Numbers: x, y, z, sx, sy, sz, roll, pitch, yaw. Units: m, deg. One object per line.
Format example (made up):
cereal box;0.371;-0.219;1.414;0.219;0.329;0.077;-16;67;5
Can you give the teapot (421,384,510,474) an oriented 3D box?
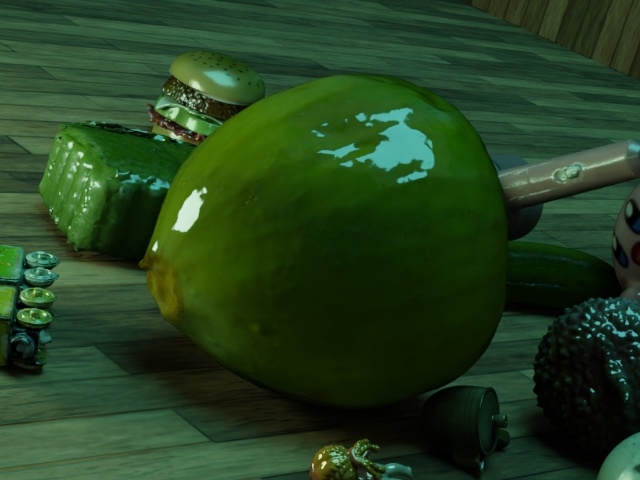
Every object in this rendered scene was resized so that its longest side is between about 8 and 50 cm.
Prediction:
teapot;0.145;0.186;1.533;0.080;0.085;0.110;0;-20;24

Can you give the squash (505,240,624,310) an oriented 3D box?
squash;0.285;0.047;2.024;0.331;0.087;0.087;8;19;-28

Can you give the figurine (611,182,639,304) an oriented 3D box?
figurine;0.487;0.007;2.004;0.261;0.270;0.211;5;37;-17

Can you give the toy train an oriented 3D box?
toy train;-0.285;0.058;1.486;0.081;0.060;0.202;7;19;-9

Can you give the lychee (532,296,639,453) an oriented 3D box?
lychee;0.295;0.137;1.622;0.165;0.165;0.197;20;-3;9

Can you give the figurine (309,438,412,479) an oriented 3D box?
figurine;0.041;0.199;1.390;0.109;0.047;0.064;13;40;-34

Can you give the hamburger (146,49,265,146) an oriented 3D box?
hamburger;-0.151;-0.195;2.260;0.175;0.137;0.175;19;15;-5

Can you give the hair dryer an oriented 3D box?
hair dryer;0.275;-0.079;2.097;0.352;0.125;0.210;-16;-8;41

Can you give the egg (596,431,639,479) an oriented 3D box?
egg;0.314;0.241;1.395;0.131;0.131;0.164;-3;49;-47

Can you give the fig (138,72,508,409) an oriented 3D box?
fig;0.008;0.006;1.526;0.343;0.343;0.343;16;17;-5

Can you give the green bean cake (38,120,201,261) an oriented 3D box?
green bean cake;-0.194;-0.050;1.809;0.214;0.113;0.200;8;19;-29
